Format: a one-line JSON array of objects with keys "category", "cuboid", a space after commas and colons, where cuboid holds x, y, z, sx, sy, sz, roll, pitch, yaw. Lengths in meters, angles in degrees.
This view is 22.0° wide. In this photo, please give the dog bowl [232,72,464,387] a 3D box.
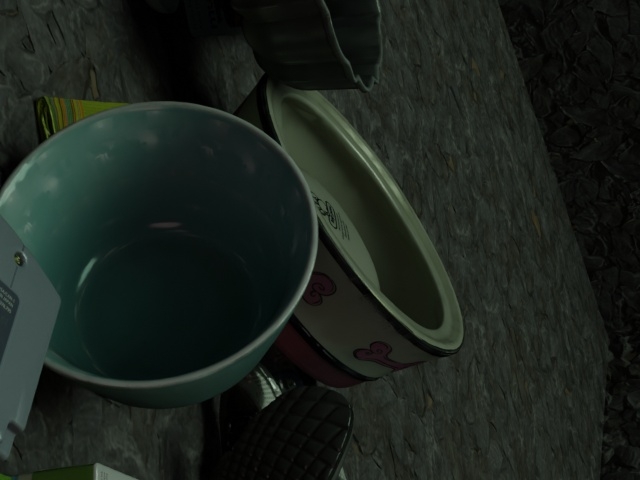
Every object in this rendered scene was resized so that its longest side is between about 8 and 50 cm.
[{"category": "dog bowl", "cuboid": [0.000, 0.000, 2.002, 0.408, 0.150, 0.408, 49, 18, -23]}]

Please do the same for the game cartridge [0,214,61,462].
[{"category": "game cartridge", "cuboid": [-0.331, 0.023, 1.328, 0.297, 0.062, 0.198, 49, 32, -37]}]

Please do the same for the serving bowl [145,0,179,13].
[{"category": "serving bowl", "cuboid": [-0.198, -0.308, 1.960, 0.083, 0.027, 0.083, -11, 90, -69]}]

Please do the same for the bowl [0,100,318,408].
[{"category": "bowl", "cuboid": [-0.155, 0.037, 1.578, 0.163, 0.312, 0.311, 87, 4, -59]}]

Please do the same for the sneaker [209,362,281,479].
[{"category": "sneaker", "cuboid": [-0.084, 0.253, 1.886, 0.106, 0.078, 0.234, -25, 112, -67]}]

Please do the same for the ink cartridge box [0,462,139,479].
[{"category": "ink cartridge box", "cuboid": [-0.236, 0.291, 1.449, 0.255, 0.097, 0.188, 42, 42, -60]}]

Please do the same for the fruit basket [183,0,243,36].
[{"category": "fruit basket", "cuboid": [-0.097, -0.426, 2.101, 0.353, 0.165, 0.327, -17, 96, -67]}]

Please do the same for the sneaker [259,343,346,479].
[{"category": "sneaker", "cuboid": [-0.042, 0.220, 2.043, 0.129, 0.111, 0.297, -97, 172, -69]}]

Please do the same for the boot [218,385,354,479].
[{"category": "boot", "cuboid": [-0.038, 0.331, 1.836, 0.338, 0.118, 0.223, -62, 153, -5]}]

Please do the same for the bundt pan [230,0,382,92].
[{"category": "bundt pan", "cuboid": [-0.028, -0.325, 1.936, 0.331, 0.124, 0.330, -10, 90, -74]}]

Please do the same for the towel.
[{"category": "towel", "cuboid": [-0.233, -0.102, 1.769, 0.237, 0.021, 0.102, -9, 89, -70]}]
